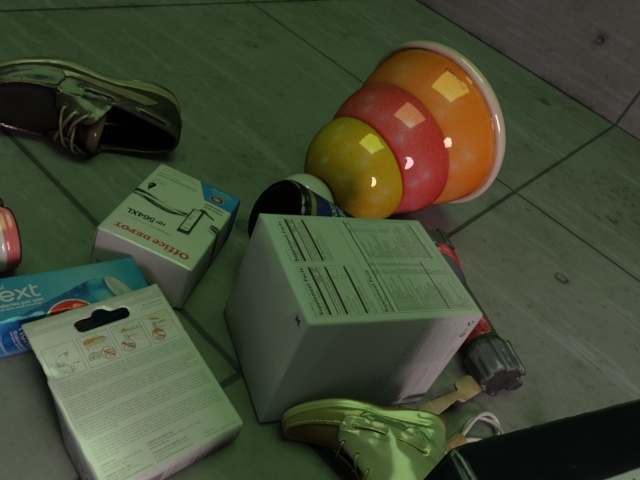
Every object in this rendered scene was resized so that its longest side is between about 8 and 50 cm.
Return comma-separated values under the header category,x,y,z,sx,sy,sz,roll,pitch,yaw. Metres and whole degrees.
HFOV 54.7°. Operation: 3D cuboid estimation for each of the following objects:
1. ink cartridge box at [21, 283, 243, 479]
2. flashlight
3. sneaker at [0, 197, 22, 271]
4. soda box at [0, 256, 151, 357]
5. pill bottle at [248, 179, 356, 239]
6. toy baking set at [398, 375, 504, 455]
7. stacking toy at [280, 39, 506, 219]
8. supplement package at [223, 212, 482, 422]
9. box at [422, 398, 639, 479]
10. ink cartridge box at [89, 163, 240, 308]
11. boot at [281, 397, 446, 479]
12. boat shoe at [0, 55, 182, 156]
category,x,y,z,sx,sy,sz,roll,pitch,yaw
ink cartridge box,-0.224,0.173,0.732,0.181,0.056,0.225,-17,58,-42
flashlight,0.232,0.113,1.054,0.103,0.103,0.304,-16,48,-8
sneaker,-0.531,-0.061,0.803,0.313,0.116,0.136,39,40,18
soda box,-0.329,0.083,0.784,0.210,0.067,0.071,-11,50,-38
pill bottle,0.000,0.000,0.987,0.219,0.123,0.123,28,26,-44
toy baking set,0.190,0.300,0.858,0.196,0.030,0.256,14,43,-24
stacking toy,0.083,-0.150,1.179,0.479,0.351,0.350,-31,62,-30
supplement package,0.034,0.101,0.862,0.262,0.199,0.198,1,42,-29
box,0.171,0.330,0.496,0.293,0.396,0.212,-2,45,-31
ink cartridge box,-0.230,-0.012,0.943,0.148,0.086,0.203,25,36,-2
boot,0.051,0.285,0.750,0.213,0.077,0.165,7,50,-2
boat shoe,-0.403,-0.220,1.061,0.355,0.132,0.130,-1,44,-30
